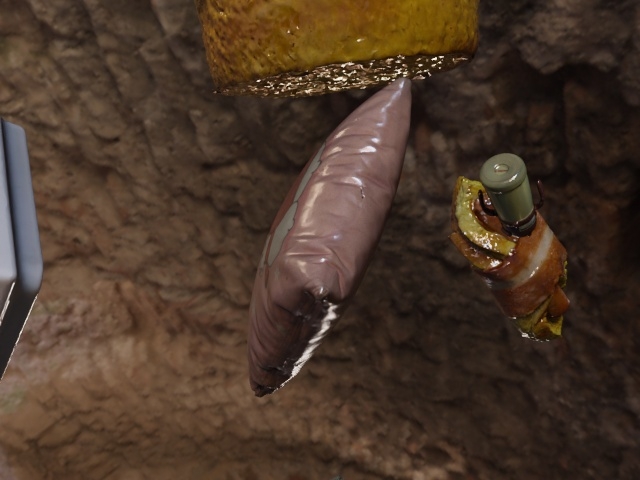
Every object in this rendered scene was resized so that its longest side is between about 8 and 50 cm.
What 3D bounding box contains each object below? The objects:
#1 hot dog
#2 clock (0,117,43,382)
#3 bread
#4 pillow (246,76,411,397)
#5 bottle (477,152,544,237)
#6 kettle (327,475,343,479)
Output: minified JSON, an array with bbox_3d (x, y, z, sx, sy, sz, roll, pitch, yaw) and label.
[{"bbox_3d":[0.259,0.028,1.089,0.093,0.123,0.261,-10,-51,50],"label":"hot dog"},{"bbox_3d":[-0.295,0.006,0.684,0.116,0.231,0.262,11,40,-37],"label":"clock"},{"bbox_3d":[0.029,-0.305,1.100,0.398,0.397,0.216,-176,-102,-71],"label":"bread"},{"bbox_3d":[0.000,0.000,0.722,0.084,0.236,0.223,23,-36,-9],"label":"pillow"},{"bbox_3d":[0.196,-0.042,0.887,0.063,0.047,0.101,17,-27,38],"label":"bottle"},{"bbox_3d":[-0.027,0.376,1.108,0.127,0.147,0.098,61,8,-73],"label":"kettle"}]
